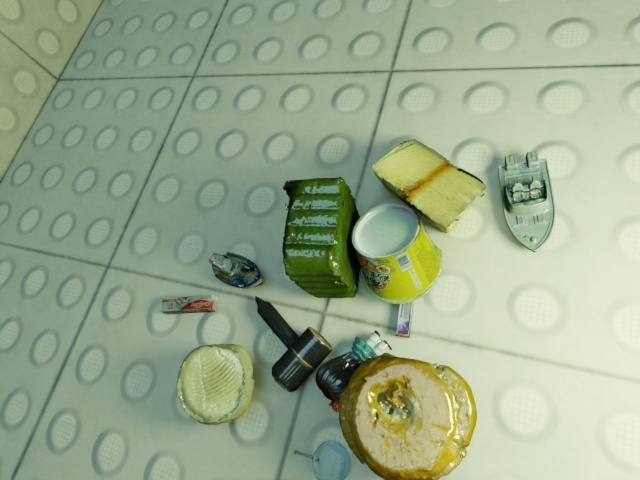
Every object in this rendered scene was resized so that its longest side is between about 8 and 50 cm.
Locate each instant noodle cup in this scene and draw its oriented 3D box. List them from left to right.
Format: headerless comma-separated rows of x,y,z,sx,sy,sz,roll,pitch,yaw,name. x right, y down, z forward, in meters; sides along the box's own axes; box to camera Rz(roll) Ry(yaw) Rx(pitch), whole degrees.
0.216,0.028,1.330,0.264,0.200,0.264,-15,47,17,instant noodle cup

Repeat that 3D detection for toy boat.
-0.308,0.101,1.581,0.262,0.115,0.114,19,75,27,toy boat
0.620,-0.113,1.333,0.141,0.092,0.320,-7,66,20,toy boat

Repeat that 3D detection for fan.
0.002,0.631,1.284,0.175,0.005,0.113,5,69,23,fan

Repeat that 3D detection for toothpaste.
0.260,0.197,1.362,0.047,0.040,0.196,3,68,21,toothpaste

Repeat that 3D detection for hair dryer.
-0.134,0.305,1.446,0.189,0.107,0.352,-48,51,-2,hair dryer

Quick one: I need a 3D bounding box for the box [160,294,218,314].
-0.481,0.236,1.631,0.218,0.039,0.055,-5,64,19,box

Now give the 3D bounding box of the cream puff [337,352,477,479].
0.221,0.446,1.151,0.342,0.231,0.327,-28,62,3,cream puff

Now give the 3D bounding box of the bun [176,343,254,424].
-0.318,0.449,1.407,0.259,0.152,0.260,-3,77,14,bun

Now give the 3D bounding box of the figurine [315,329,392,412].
0.099,0.375,1.307,0.245,0.110,0.138,-38,62,-8,figurine

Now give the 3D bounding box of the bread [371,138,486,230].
0.324,-0.195,1.357,0.345,0.405,0.242,39,95,18,bread

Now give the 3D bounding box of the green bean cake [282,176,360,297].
0.000,0.000,1.382,0.218,0.335,0.319,-3,62,19,green bean cake
